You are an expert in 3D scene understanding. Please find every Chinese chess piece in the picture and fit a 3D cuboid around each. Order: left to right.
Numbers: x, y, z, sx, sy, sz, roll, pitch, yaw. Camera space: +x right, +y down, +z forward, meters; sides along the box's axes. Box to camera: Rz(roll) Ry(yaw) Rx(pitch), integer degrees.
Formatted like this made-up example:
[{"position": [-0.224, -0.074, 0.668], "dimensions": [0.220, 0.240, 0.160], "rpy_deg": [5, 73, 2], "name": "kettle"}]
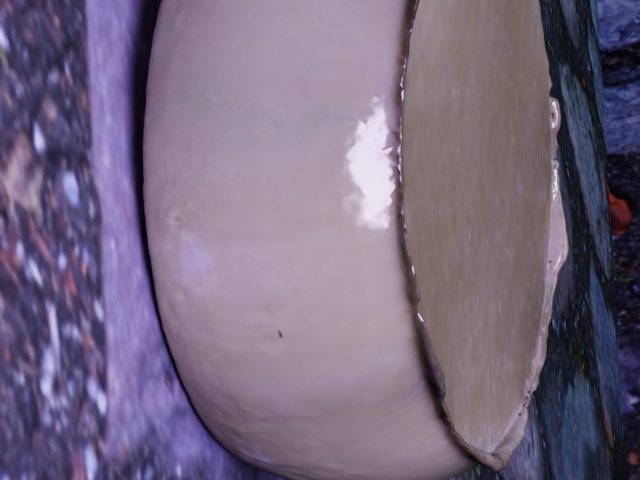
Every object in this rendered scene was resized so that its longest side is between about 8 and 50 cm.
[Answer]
[{"position": [0.030, -0.037, 1.002], "dimensions": [0.338, 0.140, 0.338], "rpy_deg": [-2, 90, -71], "name": "Chinese chess piece"}]
